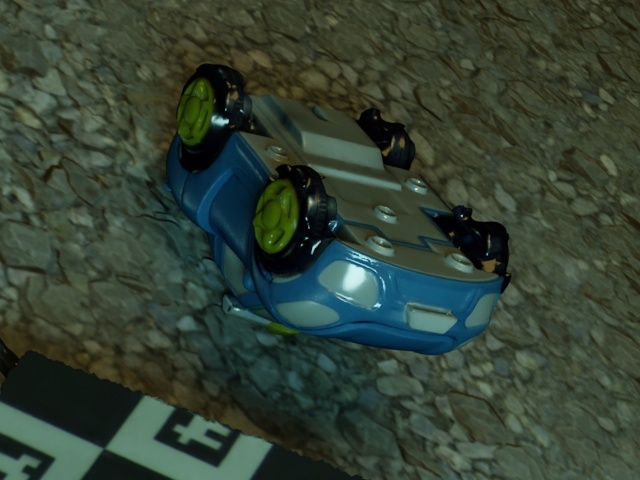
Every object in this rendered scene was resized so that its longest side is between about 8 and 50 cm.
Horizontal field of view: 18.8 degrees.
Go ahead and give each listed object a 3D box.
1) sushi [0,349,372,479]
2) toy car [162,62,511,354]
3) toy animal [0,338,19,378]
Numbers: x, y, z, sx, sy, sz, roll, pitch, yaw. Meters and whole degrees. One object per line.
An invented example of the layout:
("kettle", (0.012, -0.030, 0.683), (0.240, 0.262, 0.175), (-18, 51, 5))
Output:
("sushi", (-0.120, 0.264, 1.075), (0.296, 0.100, 0.373), (20, 46, 11))
("toy car", (0.000, 0.000, 1.424), (0.198, 0.166, 0.314), (10, 25, -33))
("toy animal", (-0.272, 0.014, 1.245), (0.232, 0.084, 0.148), (42, 33, 14))
